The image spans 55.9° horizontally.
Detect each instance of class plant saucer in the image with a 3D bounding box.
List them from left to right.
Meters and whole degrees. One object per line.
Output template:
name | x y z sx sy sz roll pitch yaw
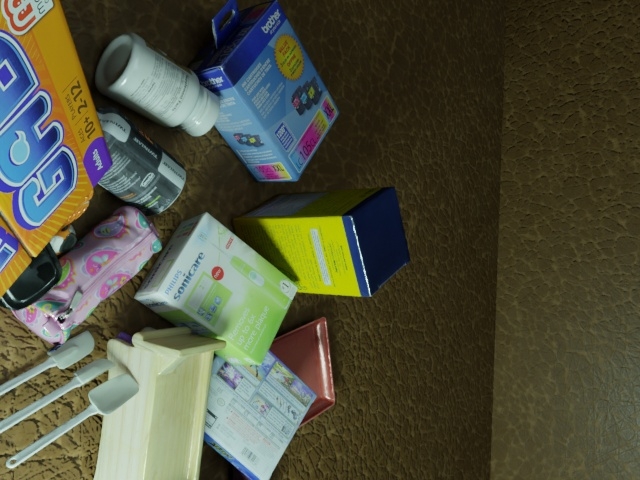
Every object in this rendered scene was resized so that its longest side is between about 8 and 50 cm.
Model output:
plant saucer | -0.065 0.358 1.601 0.258 0.048 0.259 -16 102 -51

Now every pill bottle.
pill bottle | -0.380 -0.161 1.130 0.246 0.130 0.130 43 57 -43
pill bottle | -0.318 -0.302 1.209 0.229 0.131 0.131 26 70 -49

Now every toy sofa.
toy sofa | -0.313 0.354 1.172 0.150 0.177 0.362 5 92 -62

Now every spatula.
spatula | -0.457 0.268 1.038 0.168 0.019 0.242 45 44 14

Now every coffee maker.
coffee maker | -0.490 0.042 0.928 0.120 0.178 0.171 -65 146 -25

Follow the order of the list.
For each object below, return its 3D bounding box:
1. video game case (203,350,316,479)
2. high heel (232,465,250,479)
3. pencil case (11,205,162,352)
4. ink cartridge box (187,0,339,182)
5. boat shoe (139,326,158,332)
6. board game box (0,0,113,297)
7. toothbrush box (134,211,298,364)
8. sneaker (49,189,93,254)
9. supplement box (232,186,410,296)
video game case | -0.168 0.372 1.386 0.269 0.061 0.244 46 53 -15
high heel | -0.236 0.622 1.317 0.377 0.127 0.181 -3 89 -52
pencil case | -0.415 0.061 1.095 0.284 0.124 0.124 -52 128 -39
ink cartridge box | -0.145 -0.366 1.421 0.395 0.151 0.270 53 51 -35
boat shoe | -0.317 0.248 1.268 0.170 0.059 0.063 57 49 -35
board game box | -0.509 -0.134 0.653 0.356 0.357 0.356 -60 173 -27
toothbrush box | -0.216 0.111 1.300 0.283 0.122 0.206 41 58 -25
sneaker | -0.448 -0.065 0.959 0.121 0.262 0.099 52 48 5
supplement box | 0.000 0.000 1.432 0.194 0.357 0.195 -34 117 -46
